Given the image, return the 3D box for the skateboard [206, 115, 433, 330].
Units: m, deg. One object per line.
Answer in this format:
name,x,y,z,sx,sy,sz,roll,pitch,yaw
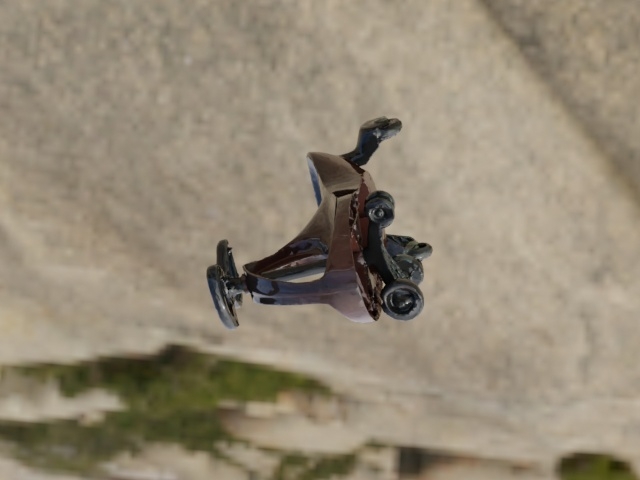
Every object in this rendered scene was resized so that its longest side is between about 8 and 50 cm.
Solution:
skateboard,0.000,0.000,0.786,0.080,0.067,0.151,-12,-167,7
